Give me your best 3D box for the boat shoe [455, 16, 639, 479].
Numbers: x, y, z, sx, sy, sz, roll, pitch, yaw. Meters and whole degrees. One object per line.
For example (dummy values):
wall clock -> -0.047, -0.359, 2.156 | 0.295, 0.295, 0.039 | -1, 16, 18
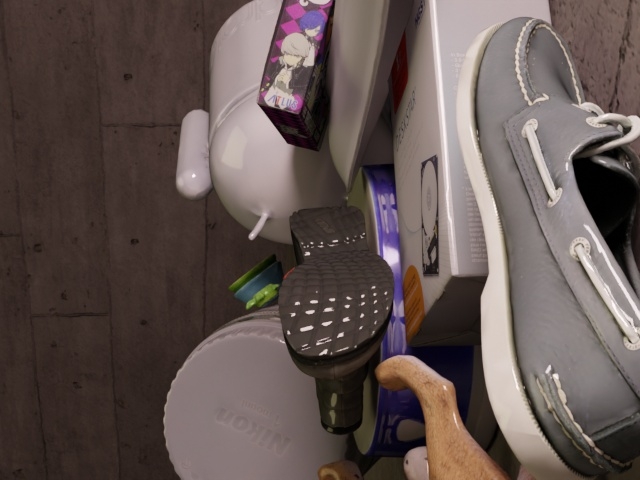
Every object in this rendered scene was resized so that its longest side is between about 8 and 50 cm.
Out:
boat shoe -> 0.147, -0.019, 0.652 | 0.099, 0.116, 0.319 | -30, 40, 32

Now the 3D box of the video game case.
video game case -> 0.003, -0.194, 1.017 | 0.232, 0.042, 0.210 | 43, -117, -85

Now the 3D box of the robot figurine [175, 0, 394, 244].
robot figurine -> -0.025, -0.136, 1.296 | 0.200, 0.300, 0.353 | 54, -160, -40

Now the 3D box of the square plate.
square plate -> 0.067, -0.270, 0.961 | 0.344, 0.049, 0.347 | 99, -172, -57

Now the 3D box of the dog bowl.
dog bowl -> 0.085, 0.062, 1.056 | 0.265, 0.104, 0.265 | 179, 90, -84

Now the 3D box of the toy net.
toy net -> 0.000, 0.000, 1.339 | 0.045, 0.232, 0.122 | 53, 173, 4

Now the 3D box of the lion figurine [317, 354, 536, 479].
lion figurine -> 0.097, 0.222, 0.819 | 0.392, 0.142, 0.240 | 104, 157, -52

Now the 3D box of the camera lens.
camera lens -> -0.027, 0.178, 1.293 | 0.274, 0.219, 0.219 | -14, -76, -73

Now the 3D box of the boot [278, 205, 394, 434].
boot -> 0.018, 0.085, 0.914 | 0.246, 0.083, 0.161 | -91, -4, -67

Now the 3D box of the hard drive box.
hard drive box -> 0.112, -0.056, 0.862 | 0.181, 0.089, 0.232 | 105, 164, -69
